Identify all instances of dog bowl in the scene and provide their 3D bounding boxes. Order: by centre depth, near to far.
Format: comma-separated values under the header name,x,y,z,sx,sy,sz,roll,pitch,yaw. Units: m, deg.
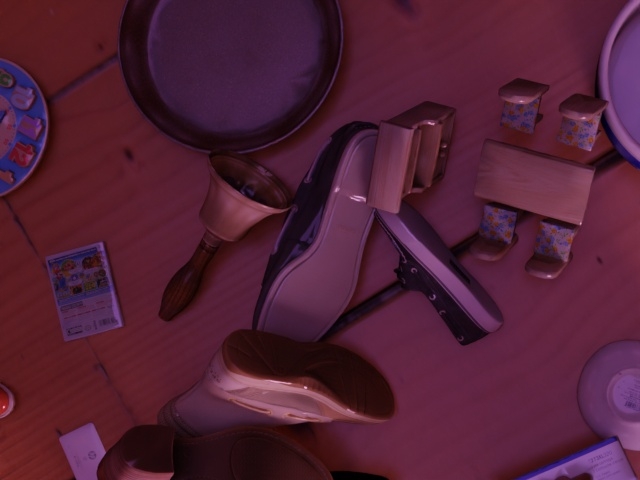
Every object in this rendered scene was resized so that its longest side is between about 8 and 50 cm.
name,x,y,z,sx,sy,sz,roll,pitch,yaw
dog bowl,0.476,-0.198,1.383,0.265,0.104,0.264,-1,86,9

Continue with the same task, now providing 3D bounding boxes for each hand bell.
name,x,y,z,sx,sy,sz,roll,pitch,yaw
hand bell,-0.152,0.011,1.474,0.126,0.126,0.242,39,113,9

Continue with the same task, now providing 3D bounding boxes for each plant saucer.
name,x,y,z,sx,sy,sz,roll,pitch,yaw
plant saucer,-0.119,-0.267,1.511,0.311,0.050,0.310,-1,86,9

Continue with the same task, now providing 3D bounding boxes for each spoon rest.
name,x,y,z,sx,sy,sz,roll,pitch,yaw
spoon rest,0.455,0.220,1.386,0.276,0.084,0.137,23,89,23

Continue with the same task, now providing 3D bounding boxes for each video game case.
name,x,y,z,sx,sy,sz,roll,pitch,yaw
video game case,-0.326,0.071,1.544,0.087,0.011,0.122,-15,85,9

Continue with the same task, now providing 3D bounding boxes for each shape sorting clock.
name,x,y,z,sx,sy,sz,roll,pitch,yaw
shape sorting clock,-0.477,-0.158,1.567,0.206,0.040,0.206,-1,87,9

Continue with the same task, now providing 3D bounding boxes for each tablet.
name,x,y,z,sx,sy,sz,roll,pitch,yaw
tablet,-0.320,0.298,1.533,0.054,0.006,0.083,-26,84,7

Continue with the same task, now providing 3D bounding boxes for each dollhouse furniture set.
name,x,y,z,sx,sy,sz,roll,pitch,yaw
dollhouse furniture set,0.203,-0.080,1.356,0.242,0.161,0.212,18,114,21

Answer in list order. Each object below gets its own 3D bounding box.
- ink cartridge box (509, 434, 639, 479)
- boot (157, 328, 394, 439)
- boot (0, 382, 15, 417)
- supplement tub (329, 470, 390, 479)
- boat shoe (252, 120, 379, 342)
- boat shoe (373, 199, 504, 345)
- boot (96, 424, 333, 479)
name,x,y,z,sx,sy,sz,roll,pitch,yaw
ink cartridge box,0.367,0.441,1.385,0.176,0.069,0.370,-25,86,8
boot,-0.057,0.217,1.442,0.203,0.262,0.095,-45,40,37
boot,-0.502,0.217,1.529,0.158,0.084,0.059,6,86,8
supplement tub,0.036,0.399,1.420,0.106,0.106,0.197,4,88,9
boat shoe,0.000,0.000,1.467,0.112,0.095,0.335,24,95,-26
boat shoe,0.136,0.042,1.429,0.076,0.080,0.228,-40,100,22
boot,-0.142,0.318,1.408,0.284,0.220,0.109,9,59,-15
